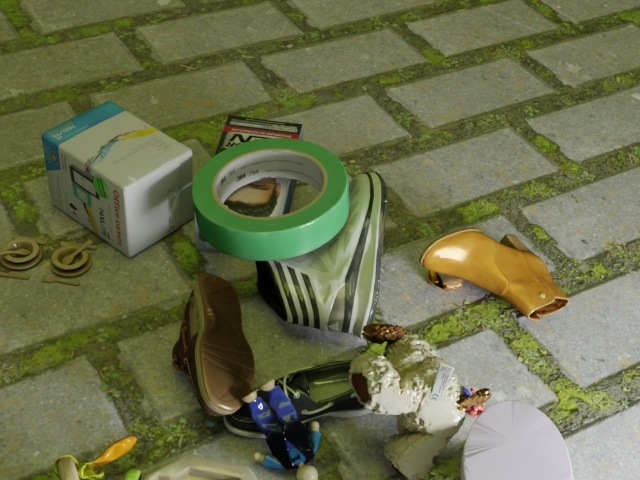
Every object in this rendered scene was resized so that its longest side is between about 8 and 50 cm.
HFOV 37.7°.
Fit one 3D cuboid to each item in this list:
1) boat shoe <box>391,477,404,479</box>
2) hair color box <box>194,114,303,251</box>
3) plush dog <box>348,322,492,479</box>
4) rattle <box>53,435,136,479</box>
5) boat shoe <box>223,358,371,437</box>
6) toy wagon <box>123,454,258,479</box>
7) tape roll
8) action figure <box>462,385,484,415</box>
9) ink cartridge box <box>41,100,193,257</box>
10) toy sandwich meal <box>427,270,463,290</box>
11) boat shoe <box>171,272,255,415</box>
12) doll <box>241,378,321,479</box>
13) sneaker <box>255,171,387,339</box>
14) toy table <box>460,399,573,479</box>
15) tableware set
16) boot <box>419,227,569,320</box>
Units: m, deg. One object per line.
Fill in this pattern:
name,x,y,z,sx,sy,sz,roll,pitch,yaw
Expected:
boat shoe,0.127,0.455,1.556,0.056,0.048,0.153,12,42,7
hair color box,-0.156,-0.130,2.137,0.185,0.113,0.374,7,42,3
plush dog,0.170,0.248,1.640,0.210,0.262,0.225,-25,26,2
rattle,-0.343,0.426,1.489,0.143,0.130,0.200,-2,38,-31
boat shoe,-0.029,0.277,1.708,0.302,0.091,0.114,-12,45,-18
toy wagon,-0.208,0.494,1.465,0.267,0.068,0.344,9,42,5
tape roll,-0.101,-0.092,1.932,0.321,0.077,0.321,-3,41,3
action figure,0.275,0.295,1.770,0.038,0.030,0.115,-18,48,-31
ink cartridge box,-0.439,-0.138,2.053,0.270,0.198,0.197,31,47,27
toy sandwich meal,0.269,0.076,2.013,0.085,0.029,0.085,3,42,-3
boat shoe,-0.213,0.210,1.758,0.123,0.123,0.342,27,29,-31
doll,-0.064,0.341,1.623,0.129,0.046,0.189,-32,81,-2
sneaker,0.000,0.000,1.966,0.257,0.169,0.447,8,44,1
toy table,0.305,0.416,1.537,0.252,0.161,0.274,17,42,13
tableware set,-0.579,0.028,1.970,0.194,0.039,0.128,7,42,2
boot,0.368,0.078,1.939,0.295,0.104,0.211,-4,44,-33
